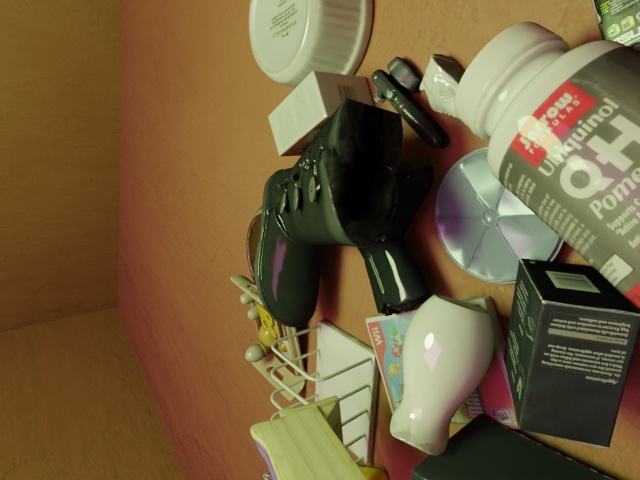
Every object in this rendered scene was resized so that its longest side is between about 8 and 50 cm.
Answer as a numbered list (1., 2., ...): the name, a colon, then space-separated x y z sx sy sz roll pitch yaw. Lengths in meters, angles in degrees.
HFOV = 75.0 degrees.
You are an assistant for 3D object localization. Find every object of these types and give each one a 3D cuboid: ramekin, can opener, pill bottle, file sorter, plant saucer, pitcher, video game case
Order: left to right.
1. plant saucer: -0.121 0.044 1.112 0.311 0.050 0.310 14 108 50
2. ramekin: -0.035 -0.431 0.819 0.273 0.127 0.272 15 110 50
3. file sorter: -0.003 0.356 0.929 0.193 0.173 0.277 21 114 48
4. can opener: 0.146 -0.222 0.689 0.073 0.059 0.186 -50 59 45
5. video game case: 0.206 0.220 0.745 0.285 0.025 0.203 -25 78 52
6. pitcher: 0.186 0.192 0.648 0.126 0.178 0.206 18 94 16
7. pill bottle: 0.294 -0.088 0.430 0.318 0.177 0.176 55 136 29

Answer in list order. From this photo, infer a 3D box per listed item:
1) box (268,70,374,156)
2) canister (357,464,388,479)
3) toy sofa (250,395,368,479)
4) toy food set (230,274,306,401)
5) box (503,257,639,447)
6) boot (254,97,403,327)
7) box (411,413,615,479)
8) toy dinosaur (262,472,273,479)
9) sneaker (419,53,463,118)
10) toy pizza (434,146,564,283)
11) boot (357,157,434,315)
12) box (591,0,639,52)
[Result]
1. box: 0.001 -0.240 0.815 0.171 0.130 0.090 -24 80 53
2. canister: 0.084 0.575 0.950 0.170 0.074 0.126 -25 78 51
3. toy sofa: 0.021 0.405 0.633 0.363 0.177 0.150 -160 61 -66
4. toy food set: -0.154 0.260 1.127 0.220 0.093 0.305 25 132 48
5. box: 0.284 0.121 0.496 0.093 0.156 0.158 7 107 16
6. boot: -0.001 -0.002 0.767 0.445 0.146 0.366 169 96 -66
7. box: 0.300 0.474 0.538 0.313 0.179 0.342 11 111 52
8. toy dinosaur: -0.026 0.682 1.111 0.314 0.121 0.160 23 128 43
9. sneaker: 0.204 -0.213 0.630 0.152 0.054 0.061 66 150 27
10. toy pizza: 0.257 -0.037 0.611 0.201 0.032 0.201 18 113 49
11. boot: 0.144 0.007 0.714 0.246 0.094 0.207 -49 56 54
12. box: 0.363 -0.305 0.401 0.191 0.045 0.183 -19 81 54
